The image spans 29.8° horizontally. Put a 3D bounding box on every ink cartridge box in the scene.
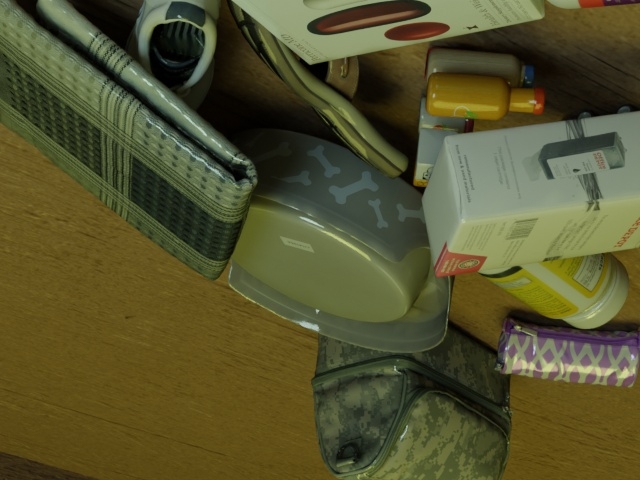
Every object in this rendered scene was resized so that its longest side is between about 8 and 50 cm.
[{"bbox_3d":[0.218,-0.043,1.141,0.218,0.092,0.158,-6,160,-6],"label":"ink cartridge box"}]

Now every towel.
[{"bbox_3d":[-0.207,-0.107,1.231,0.324,0.056,0.312,37,160,3],"label":"towel"}]

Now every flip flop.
[{"bbox_3d":[0.006,-0.166,1.158,0.080,0.112,0.277,-44,120,3],"label":"flip flop"}]

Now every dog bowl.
[{"bbox_3d":[0.000,0.000,1.377,0.349,0.102,0.349,21,158,9],"label":"dog bowl"}]

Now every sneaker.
[{"bbox_3d":[-0.150,-0.178,1.176,0.094,0.091,0.258,10,152,-4],"label":"sneaker"}]

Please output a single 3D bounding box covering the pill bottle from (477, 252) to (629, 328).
[{"bbox_3d":[0.265,0.021,1.411,0.119,0.119,0.208,-18,142,41],"label":"pill bottle"}]

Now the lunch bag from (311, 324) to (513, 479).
[{"bbox_3d":[0.139,0.271,1.774,0.212,0.256,0.305,-16,145,38],"label":"lunch bag"}]

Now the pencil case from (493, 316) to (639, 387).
[{"bbox_3d":[0.347,0.153,1.686,0.206,0.086,0.088,6,129,2],"label":"pencil case"}]

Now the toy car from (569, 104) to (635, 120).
[{"bbox_3d":[0.376,-0.119,1.184,0.239,0.053,0.225,9,153,-2],"label":"toy car"}]

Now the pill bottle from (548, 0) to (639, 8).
[{"bbox_3d":[0.302,-0.258,0.804,0.323,0.181,0.181,-2,151,18],"label":"pill bottle"}]

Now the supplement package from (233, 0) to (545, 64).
[{"bbox_3d":[0.039,-0.247,0.891,0.203,0.149,0.194,-7,162,27],"label":"supplement package"}]

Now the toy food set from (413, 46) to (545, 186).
[{"bbox_3d":[0.151,-0.123,1.178,0.104,0.111,0.232,5,159,3],"label":"toy food set"}]
